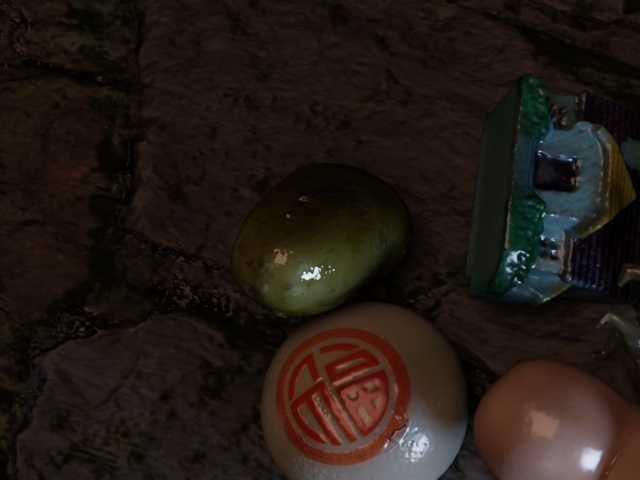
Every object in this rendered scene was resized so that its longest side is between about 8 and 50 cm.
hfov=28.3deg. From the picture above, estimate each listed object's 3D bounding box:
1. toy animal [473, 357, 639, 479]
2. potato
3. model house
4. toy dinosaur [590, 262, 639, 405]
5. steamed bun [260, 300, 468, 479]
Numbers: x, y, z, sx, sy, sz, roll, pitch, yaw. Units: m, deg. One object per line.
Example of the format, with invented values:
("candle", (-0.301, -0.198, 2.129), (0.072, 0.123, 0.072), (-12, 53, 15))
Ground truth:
("toy animal", (0.343, 0.264, 1.508), (0.326, 0.269, 0.237), (23, 106, -14))
("potato", (0.000, 0.000, 1.691), (0.210, 0.307, 0.173), (22, 120, 21))
("model house", (0.337, -0.045, 1.635), (0.249, 0.230, 0.280), (9, 80, -3))
("toy dinosaur", (0.431, 0.101, 1.563), (0.162, 0.077, 0.294), (27, 126, 7))
("steamed bun", (0.049, 0.211, 1.665), (0.283, 0.177, 0.283), (-5, 73, 18))
